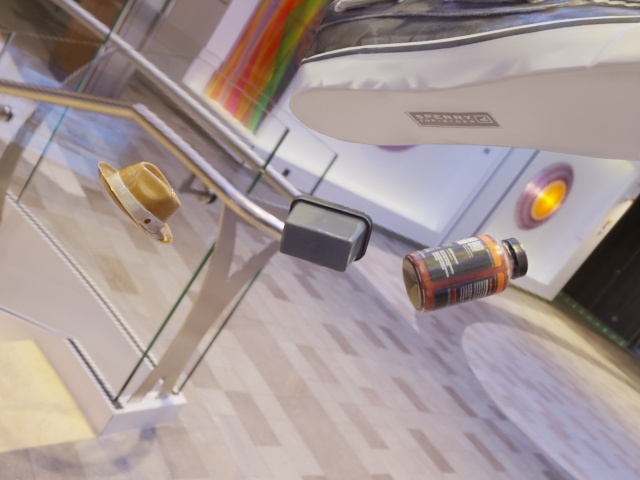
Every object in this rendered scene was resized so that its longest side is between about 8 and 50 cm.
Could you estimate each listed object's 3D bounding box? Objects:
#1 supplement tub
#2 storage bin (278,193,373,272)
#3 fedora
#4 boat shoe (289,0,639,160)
[{"bbox_3d":[0.245,0.051,1.079,0.197,0.106,0.106,-13,28,-8],"label":"supplement tub"},{"bbox_3d":[0.000,0.000,0.973,0.135,0.098,0.091,18,25,9],"label":"storage bin"},{"bbox_3d":[-0.309,-0.083,1.142,0.194,0.079,0.194,52,2,-2],"label":"fedora"},{"bbox_3d":[0.119,-0.112,0.369,0.301,0.102,0.108,7,-14,38],"label":"boat shoe"}]
